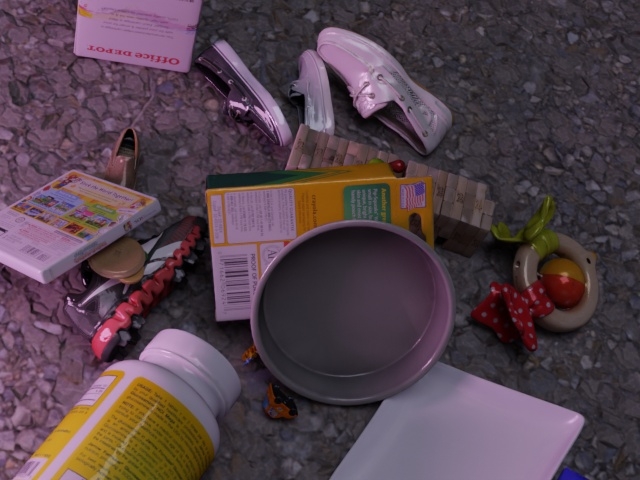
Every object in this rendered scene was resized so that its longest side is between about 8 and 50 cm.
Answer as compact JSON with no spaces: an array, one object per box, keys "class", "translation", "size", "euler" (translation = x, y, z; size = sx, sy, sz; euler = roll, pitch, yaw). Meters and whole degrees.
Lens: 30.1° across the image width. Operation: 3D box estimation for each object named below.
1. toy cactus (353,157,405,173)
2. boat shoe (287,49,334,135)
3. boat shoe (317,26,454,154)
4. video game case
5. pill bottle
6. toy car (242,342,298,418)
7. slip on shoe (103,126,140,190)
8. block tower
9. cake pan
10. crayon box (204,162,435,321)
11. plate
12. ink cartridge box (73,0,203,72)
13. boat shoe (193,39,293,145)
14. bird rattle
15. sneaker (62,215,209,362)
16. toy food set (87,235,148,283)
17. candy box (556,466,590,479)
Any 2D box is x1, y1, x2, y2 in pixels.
[{"class":"toy cactus","translation":[0.036,-0.029,1.814],"size":[0.180,0.219,0.112],"euler":[8,24,-21]},{"class":"boat shoe","translation":[-0.023,-0.244,2.009],"size":[0.063,0.066,0.184],"euler":[-2,68,-18]},{"class":"boat shoe","translation":[0.098,-0.248,2.000],"size":[0.277,0.098,0.096],"euler":[36,66,-8]},{"class":"video game case","translation":[-0.374,-0.025,1.709],"size":[0.206,0.026,0.227],"euler":[-36,35,-31]},{"class":"pill bottle","translation":[-0.249,0.278,1.525],"size":[0.188,0.188,0.334],"euler":[33,56,7]},{"class":"toy car","translation":[-0.076,0.210,1.722],"size":[0.040,0.060,0.122],"euler":[-40,47,12]},{"class":"slip on shoe","translation":[-0.307,-0.116,1.853],"size":[0.051,0.041,0.135],"euler":[14,55,-6]},{"class":"block tower","translation":[0.106,-0.078,1.915],"size":[0.335,0.097,0.091],"euler":[19,55,-5]},{"class":"cake pan","translation":[0.045,0.097,1.695],"size":[0.293,0.293,0.054],"euler":[9,22,-10]},{"class":"crayon box","translation":[0.000,0.000,1.729],"size":[0.322,0.203,0.083],"euler":[-4,20,-4]},{"class":"plate","translation":[0.190,0.310,1.666],"size":[0.277,0.045,0.278],"euler":[19,50,27]},{"class":"ink cartridge box","translation":[-0.285,-0.443,1.932],"size":[0.198,0.270,0.197],"euler":[8,55,-11]},{"class":"boat shoe","translation":[-0.133,-0.234,1.962],"size":[0.076,0.080,0.228],"euler":[-32,73,-12]},{"class":"bird rattle","translation":[0.360,0.063,1.880],"size":[0.207,0.143,0.254],"euler":[21,56,-22]},{"class":"sneaker","translation":[-0.269,0.044,1.725],"size":[0.135,0.098,0.276],"euler":[35,57,5]},{"class":"toy food set","translation":[-0.284,0.024,1.663],"size":[0.083,0.020,0.083],"euler":[8,47,-4]},{"class":"candy box","translation":[0.354,0.506,1.555],"size":[0.268,0.122,0.317],"euler":[31,61,16]}]
